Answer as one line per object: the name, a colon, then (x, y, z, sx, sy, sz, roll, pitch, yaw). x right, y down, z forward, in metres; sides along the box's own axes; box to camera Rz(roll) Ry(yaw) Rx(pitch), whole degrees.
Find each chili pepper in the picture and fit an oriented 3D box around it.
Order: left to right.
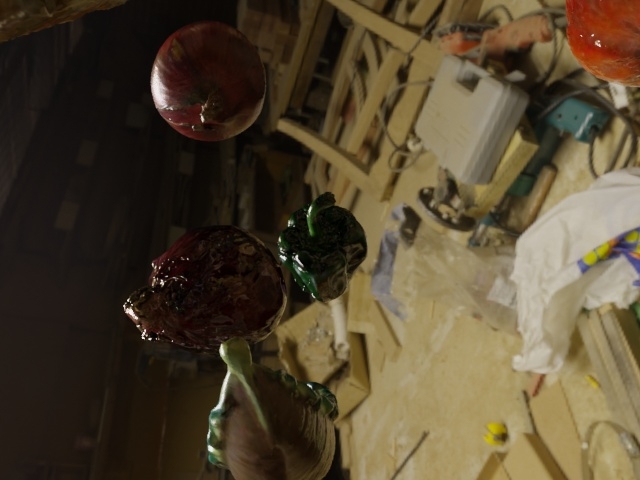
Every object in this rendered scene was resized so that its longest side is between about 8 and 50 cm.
chili pepper: (0.000, 0.000, 1.259, 0.165, 0.174, 0.261, 28, 151, 38)

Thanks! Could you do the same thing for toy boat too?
toy boat: (-0.035, 0.141, 0.470, 0.293, 0.109, 0.099, 91, 159, -73)

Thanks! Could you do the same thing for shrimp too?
shrimp: (-0.209, -0.225, 0.543, 0.294, 0.154, 0.062, -69, -40, -58)

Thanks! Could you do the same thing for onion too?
onion: (-0.216, -0.309, 1.252, 0.161, 0.248, 0.248, 36, 120, 38)
onion: (-0.187, 0.078, 1.084, 0.281, 0.281, 0.221, -134, 28, -70)

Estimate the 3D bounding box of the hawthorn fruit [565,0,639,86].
hawthorn fruit: (0.380, -0.316, 0.639, 0.276, 0.276, 0.307, 148, 125, -69)
